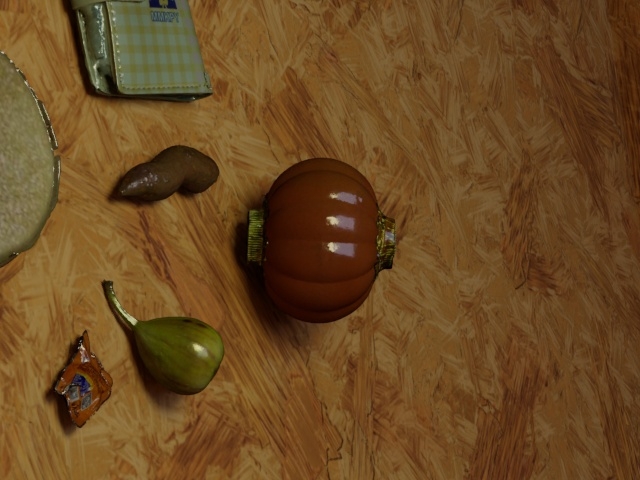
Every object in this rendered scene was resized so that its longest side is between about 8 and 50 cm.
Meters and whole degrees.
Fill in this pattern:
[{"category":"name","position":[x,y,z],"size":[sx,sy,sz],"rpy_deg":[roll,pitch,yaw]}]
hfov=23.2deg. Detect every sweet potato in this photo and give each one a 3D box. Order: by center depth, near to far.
[{"category":"sweet potato","position":[-0.189,-0.084,1.935],"size":[0.218,0.051,0.065],"rpy_deg":[-16,91,-59]}]

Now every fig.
[{"category":"fig","position":[-0.190,0.113,1.839],"size":[0.166,0.093,0.093],"rpy_deg":[35,31,11]}]

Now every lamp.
[{"category":"lamp","position":[0.000,0.000,2.053],"size":[0.223,0.196,0.223],"rpy_deg":[-177,-90,-88]}]

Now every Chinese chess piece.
[{"category":"Chinese chess piece","position":[-0.388,-0.089,1.564],"size":[0.270,0.112,0.270],"rpy_deg":[31,50,-46]}]

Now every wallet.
[{"category":"wallet","position":[-0.241,-0.329,1.962],"size":[0.223,0.077,0.310],"rpy_deg":[-7,82,-62]}]

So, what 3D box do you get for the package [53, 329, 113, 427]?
[{"category":"package","position":[-0.260,0.155,1.722],"size":[0.077,0.033,0.111],"rpy_deg":[52,31,-14]}]
